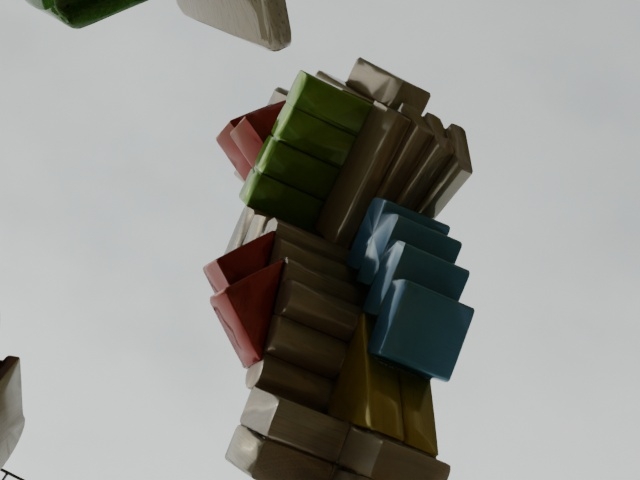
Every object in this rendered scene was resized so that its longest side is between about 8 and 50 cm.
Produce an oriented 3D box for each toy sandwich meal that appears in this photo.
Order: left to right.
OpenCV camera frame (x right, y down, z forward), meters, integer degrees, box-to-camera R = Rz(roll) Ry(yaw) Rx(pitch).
[{"bbox_3d":[-0.145,0.064,0.788,0.029,0.085,0.085,16,-141,7],"label":"toy sandwich meal"}]

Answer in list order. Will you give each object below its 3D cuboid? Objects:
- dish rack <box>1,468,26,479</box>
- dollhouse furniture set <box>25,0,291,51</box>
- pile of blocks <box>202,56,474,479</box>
[{"bbox_3d":[-0.291,0.244,1.452,0.271,0.074,0.208,29,-150,-21],"label":"dish rack"},{"bbox_3d":[0.042,-0.190,0.731,0.301,0.151,0.197,-28,-145,-29],"label":"dollhouse furniture set"},{"bbox_3d":[0.000,0.000,1.009,0.112,0.149,0.362,23,-148,-23],"label":"pile of blocks"}]
